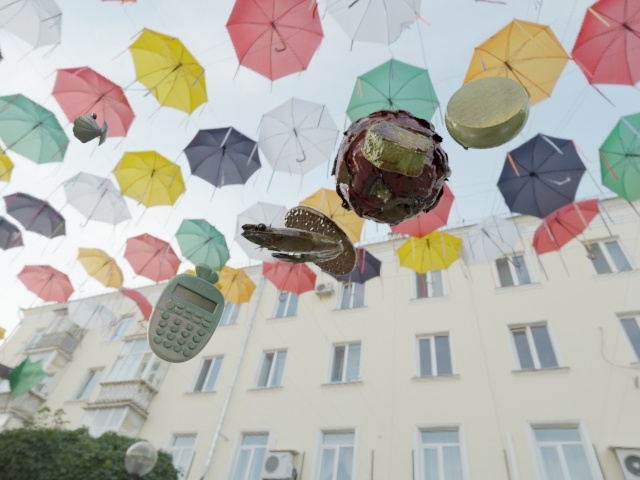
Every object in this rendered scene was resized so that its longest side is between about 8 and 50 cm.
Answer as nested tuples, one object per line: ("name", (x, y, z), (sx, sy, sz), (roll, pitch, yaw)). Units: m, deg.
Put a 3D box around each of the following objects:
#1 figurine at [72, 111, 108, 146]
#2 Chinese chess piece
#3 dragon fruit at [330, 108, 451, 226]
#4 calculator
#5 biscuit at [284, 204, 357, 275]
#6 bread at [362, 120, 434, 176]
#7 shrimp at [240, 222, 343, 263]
("figurine", (-0.665, -0.324, 1.191), (0.086, 0.082, 0.095), (12, -83, -24))
("Chinese chess piece", (0.300, -0.230, 0.746), (0.144, 0.144, 0.058), (-9, -35, 18))
("dragon fruit", (0.185, -0.193, 1.100), (0.328, 0.329, 0.329), (5, -46, 5))
("calculator", (-0.373, 0.199, 1.168), (0.184, 0.295, 0.042), (32, -36, -19))
("biscuit", (0.001, -0.001, 1.194), (0.261, 0.037, 0.262), (32, -30, 21))
("bread", (0.158, -0.190, 0.854), (0.140, 0.128, 0.069), (22, -59, 7))
("shrimp", (-0.081, 0.017, 0.948), (0.295, 0.058, 0.169), (13, -29, -41))
